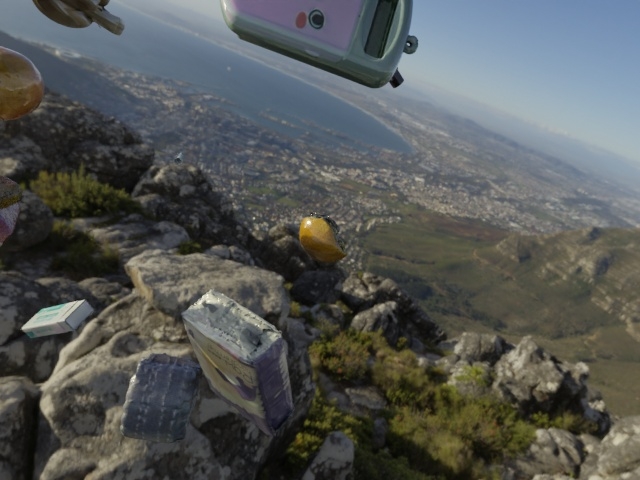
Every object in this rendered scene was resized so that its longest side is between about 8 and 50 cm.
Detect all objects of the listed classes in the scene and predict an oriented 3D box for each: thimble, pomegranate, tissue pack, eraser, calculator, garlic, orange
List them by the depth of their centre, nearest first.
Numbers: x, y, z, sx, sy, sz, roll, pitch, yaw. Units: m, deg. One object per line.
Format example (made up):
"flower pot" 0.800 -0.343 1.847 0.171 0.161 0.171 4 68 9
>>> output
"calculator" 0.003 -0.274 0.509 0.246 0.141 0.045 19 -12 -7
"garlic" -0.393 -0.410 0.698 0.127 0.131 0.194 59 19 13
"tissue pack" -0.191 0.302 1.038 0.242 0.343 0.125 26 50 29
"pomegranate" -0.822 -0.407 1.094 0.191 0.191 0.191 17 23 -8
"thimble" -0.421 0.424 1.152 0.172 0.236 0.205 13 17 -11
"orange" 0.000 0.000 1.266 0.112 0.160 0.170 -30 66 -23
"eraser" -0.826 0.248 1.338 0.225 0.052 0.095 -13 29 26

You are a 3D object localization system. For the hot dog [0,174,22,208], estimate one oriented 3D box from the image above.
"hot dog" -0.643 -0.055 0.736 0.083 0.068 0.289 44 16 -12

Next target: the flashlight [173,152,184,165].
"flashlight" -0.375 -0.217 1.129 0.018 0.018 0.083 -29 25 -2

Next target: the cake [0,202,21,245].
"cake" -0.845 -0.049 1.030 0.177 0.151 0.283 -28 37 -3

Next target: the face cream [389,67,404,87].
"face cream" 0.091 -0.444 0.907 0.273 0.078 0.078 46 13 -24
